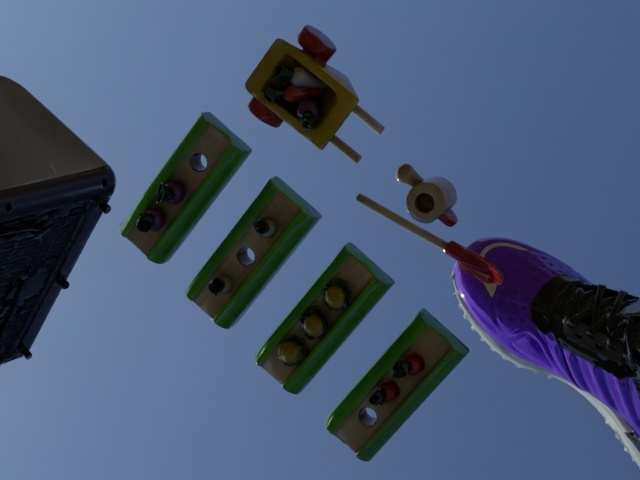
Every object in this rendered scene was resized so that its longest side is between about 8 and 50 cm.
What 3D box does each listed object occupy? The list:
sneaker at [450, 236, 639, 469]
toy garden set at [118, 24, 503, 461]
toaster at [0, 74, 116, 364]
[{"bbox_3d":[0.244,0.077,1.016,0.293,0.146,0.102,39,-115,14],"label":"sneaker"},{"bbox_3d":[0.000,0.000,0.821,0.244,0.049,0.204,42,-69,8],"label":"toy garden set"},{"bbox_3d":[-0.231,0.009,0.685,0.110,0.168,0.185,45,-145,18],"label":"toaster"}]
